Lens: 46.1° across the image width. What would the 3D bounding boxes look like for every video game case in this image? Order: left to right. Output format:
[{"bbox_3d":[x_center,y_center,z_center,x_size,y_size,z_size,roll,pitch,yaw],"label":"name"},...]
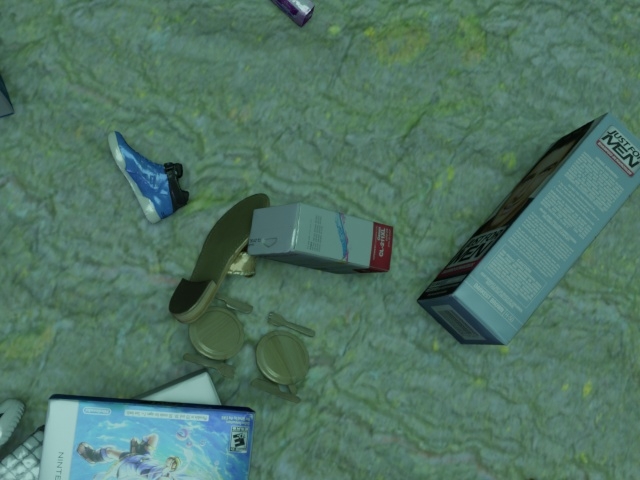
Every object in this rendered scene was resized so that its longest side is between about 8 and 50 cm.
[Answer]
[{"bbox_3d":[-0.231,0.336,0.986,0.269,0.061,0.244,7,84,-12],"label":"video game case"}]

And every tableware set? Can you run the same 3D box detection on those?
[{"bbox_3d":[-0.110,0.163,1.141,0.194,0.039,0.128,23,52,-12],"label":"tableware set"}]

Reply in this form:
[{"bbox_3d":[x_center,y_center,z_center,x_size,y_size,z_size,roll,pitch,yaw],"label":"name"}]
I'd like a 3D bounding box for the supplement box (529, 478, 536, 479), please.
[{"bbox_3d":[0.324,0.426,1.180,0.036,0.062,0.098,45,78,-1],"label":"supplement box"}]

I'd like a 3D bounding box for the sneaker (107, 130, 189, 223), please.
[{"bbox_3d":[-0.256,-0.110,1.144,0.084,0.058,0.152,-28,93,-6],"label":"sneaker"}]

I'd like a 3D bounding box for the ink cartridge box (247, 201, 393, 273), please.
[{"bbox_3d":[0.000,0.000,1.109,0.175,0.127,0.072,14,79,-35],"label":"ink cartridge box"}]

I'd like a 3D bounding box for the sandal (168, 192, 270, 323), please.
[{"bbox_3d":[-0.138,0.040,1.146,0.240,0.088,0.079,-59,135,-29],"label":"sandal"}]

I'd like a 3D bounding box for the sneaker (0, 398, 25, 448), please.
[{"bbox_3d":[-0.538,0.274,1.033,0.235,0.094,0.153,-44,101,-2],"label":"sneaker"}]

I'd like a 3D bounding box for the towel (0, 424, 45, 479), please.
[{"bbox_3d":[-0.414,0.431,1.028,0.283,0.121,0.235,-42,93,-13],"label":"towel"}]

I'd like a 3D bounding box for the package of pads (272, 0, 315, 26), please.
[{"bbox_3d":[-0.049,-0.390,1.218,0.083,0.050,0.032,42,79,-2],"label":"package of pads"}]

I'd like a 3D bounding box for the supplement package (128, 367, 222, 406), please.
[{"bbox_3d":[-0.228,0.266,1.083,0.179,0.105,0.105,-22,87,-11],"label":"supplement package"}]

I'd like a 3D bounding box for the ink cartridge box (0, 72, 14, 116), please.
[{"bbox_3d":[-0.566,-0.284,1.056,0.171,0.168,0.233,-20,87,-12],"label":"ink cartridge box"}]

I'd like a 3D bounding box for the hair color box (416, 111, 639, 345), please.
[{"bbox_3d":[0.330,-0.011,1.169,0.113,0.185,0.374,44,78,-2],"label":"hair color box"}]
